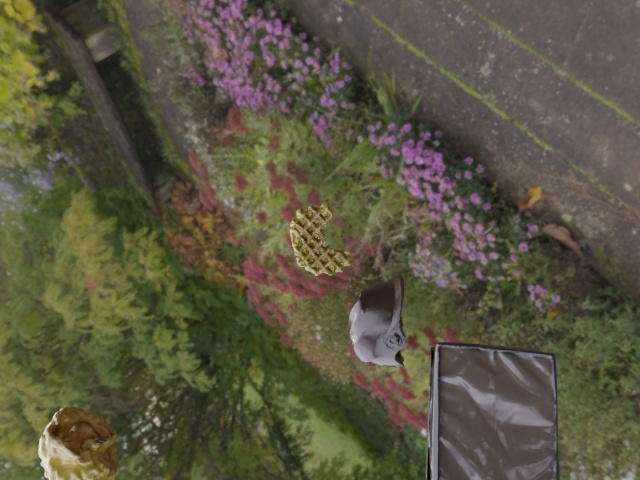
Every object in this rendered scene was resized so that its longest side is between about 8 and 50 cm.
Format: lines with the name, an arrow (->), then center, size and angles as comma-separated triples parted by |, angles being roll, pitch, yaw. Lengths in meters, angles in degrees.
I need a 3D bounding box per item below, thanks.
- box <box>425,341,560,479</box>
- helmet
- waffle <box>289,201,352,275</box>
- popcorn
box -> 0.256, 0.290, 0.941 | 0.188, 0.252, 0.153 | 5, 164, 9
helmet -> 0.068, 0.100, 0.751 | 0.098, 0.070, 0.123 | -84, -11, -54
waffle -> 0.000, 0.000, 1.607 | 0.051, 0.149, 0.194 | -112, 11, -78
popcorn -> -0.478, 0.416, 1.210 | 0.180, 0.170, 0.180 | 45, -167, -13
